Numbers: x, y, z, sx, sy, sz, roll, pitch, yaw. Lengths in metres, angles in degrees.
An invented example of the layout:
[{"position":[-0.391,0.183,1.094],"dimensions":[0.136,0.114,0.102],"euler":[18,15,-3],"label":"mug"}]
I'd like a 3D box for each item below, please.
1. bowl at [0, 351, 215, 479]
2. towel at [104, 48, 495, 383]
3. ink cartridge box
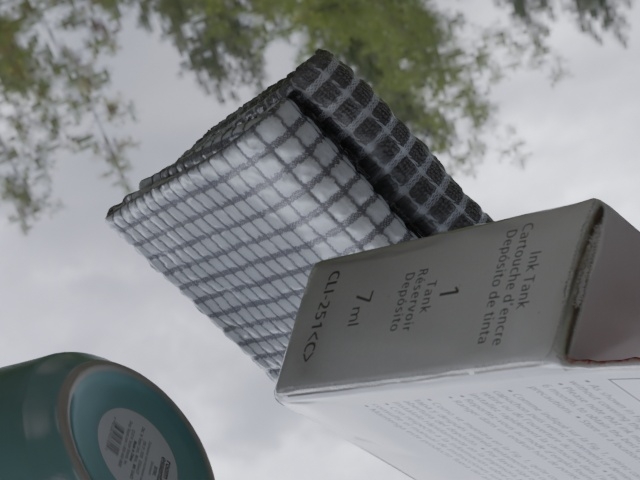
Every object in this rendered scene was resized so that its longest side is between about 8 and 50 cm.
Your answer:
[{"position":[-0.205,0.217,1.107],"dimensions":[0.163,0.311,0.311],"euler":[-37,-155,23],"label":"bowl"},{"position":[0.000,0.000,0.966],"dimensions":[0.121,0.235,0.284],"euler":[-52,-166,-26],"label":"towel"},{"position":[0.175,0.085,0.467],"dimensions":[0.261,0.296,0.066],"euler":[-12,-128,48],"label":"ink cartridge box"}]
